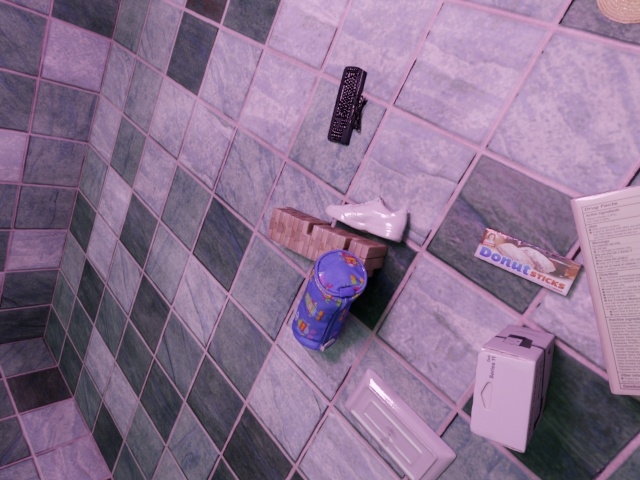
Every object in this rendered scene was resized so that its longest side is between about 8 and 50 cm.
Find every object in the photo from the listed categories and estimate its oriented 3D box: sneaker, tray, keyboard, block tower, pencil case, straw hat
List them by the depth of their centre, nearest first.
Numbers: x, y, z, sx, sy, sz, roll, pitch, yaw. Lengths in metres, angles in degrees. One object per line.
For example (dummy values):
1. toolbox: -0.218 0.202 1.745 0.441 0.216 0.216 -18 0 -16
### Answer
1. straw hat: 0.522 -0.437 0.653 0.144 0.061 0.145 0 91 38
2. pencil case: 0.014 0.156 0.956 0.306 0.119 0.133 109 146 -49
3. tray: 0.173 0.453 0.966 0.270 0.030 0.145 41 115 30
4. sneaker: 0.114 -0.068 0.983 0.212 0.080 0.094 20 92 29
5. keyboard: 0.068 -0.345 1.026 0.100 0.038 0.192 22 105 35
6. block tower: 0.000 0.000 1.051 0.335 0.097 0.091 24 105 36

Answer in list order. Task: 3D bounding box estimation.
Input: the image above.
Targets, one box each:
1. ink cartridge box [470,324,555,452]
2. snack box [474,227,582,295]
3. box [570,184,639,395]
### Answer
1. ink cartridge box: 0.344 0.247 0.713 0.086 0.208 0.153 8 96 37
2. snack box: 0.397 0.038 0.784 0.178 0.022 0.064 28 109 34
3. box: 0.510 0.071 0.634 0.148 0.121 0.311 -11 84 38
